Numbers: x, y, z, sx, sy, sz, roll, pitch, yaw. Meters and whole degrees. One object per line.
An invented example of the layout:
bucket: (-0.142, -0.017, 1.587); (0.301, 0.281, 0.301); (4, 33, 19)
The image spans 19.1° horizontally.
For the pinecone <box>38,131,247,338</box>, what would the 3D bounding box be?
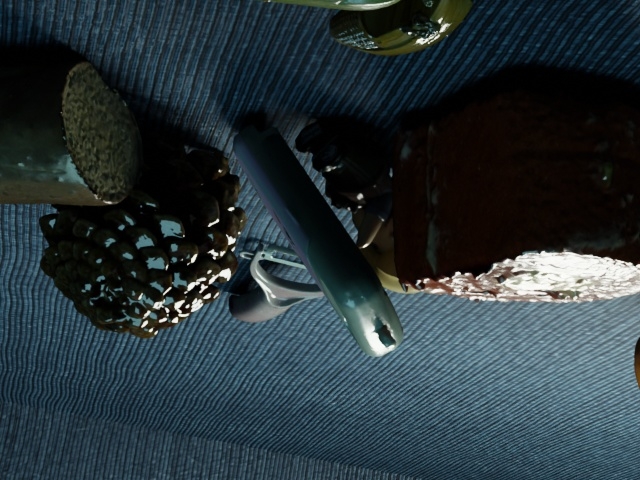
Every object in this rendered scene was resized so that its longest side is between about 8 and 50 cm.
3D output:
pinecone: (-0.154, -0.013, 1.740); (0.184, 0.204, 0.179); (0, 128, 41)

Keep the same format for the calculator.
calculator: (0.000, 0.000, 1.658); (0.045, 0.246, 0.141); (-33, 152, -3)

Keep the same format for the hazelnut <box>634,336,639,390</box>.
hazelnut: (0.436, 0.143, 2.000); (0.212, 0.180, 0.181); (0, -169, 35)

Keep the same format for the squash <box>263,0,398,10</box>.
squash: (-0.057, -0.190, 1.247); (0.229, 0.066, 0.066); (7, 165, 2)

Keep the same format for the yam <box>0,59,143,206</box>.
yam: (-0.281, -0.088, 1.632); (0.238, 0.129, 0.128); (-1, -156, 26)

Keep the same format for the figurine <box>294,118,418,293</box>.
figurine: (0.052, -0.028, 1.680); (0.196, 0.108, 0.114); (37, -178, -42)

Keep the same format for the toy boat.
toy boat: (0.057, -0.158, 1.319); (0.049, 0.047, 0.149); (17, 164, -26)

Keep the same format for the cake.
cake: (0.176, -0.029, 1.545); (0.177, 0.150, 0.283); (3, 169, -25)

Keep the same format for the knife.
knife: (-0.069, 0.060, 2.194); (0.123, 0.053, 0.278); (19, 162, -13)
